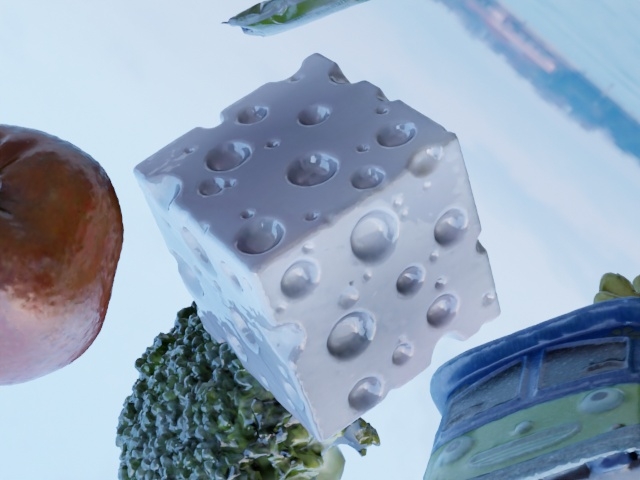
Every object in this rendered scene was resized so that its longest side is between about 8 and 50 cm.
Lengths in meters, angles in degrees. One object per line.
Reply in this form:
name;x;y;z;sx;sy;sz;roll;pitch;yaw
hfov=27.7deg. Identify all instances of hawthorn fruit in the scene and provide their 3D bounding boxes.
hawthorn fruit;-0.246;0.028;1.016;0.196;0.196;0.225;50;157;36

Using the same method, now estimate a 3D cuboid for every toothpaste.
toothpaste;0.013;-0.266;1.382;0.078;0.248;0.047;4;-110;-60

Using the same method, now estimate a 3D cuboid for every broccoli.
broccoli;-0.100;0.206;1.523;0.272;0.324;0.334;-6;-173;-39

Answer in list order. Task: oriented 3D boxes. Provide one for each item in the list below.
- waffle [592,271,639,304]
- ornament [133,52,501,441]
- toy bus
waffle;0.320;0.138;1.091;0.261;0.056;0.250;43;-153;-21
ornament;0.000;0.000;1.296;0.240;0.239;0.239;38;155;46
toy bus;0.180;0.212;0.734;0.312;0.152;0.190;61;-158;-17
